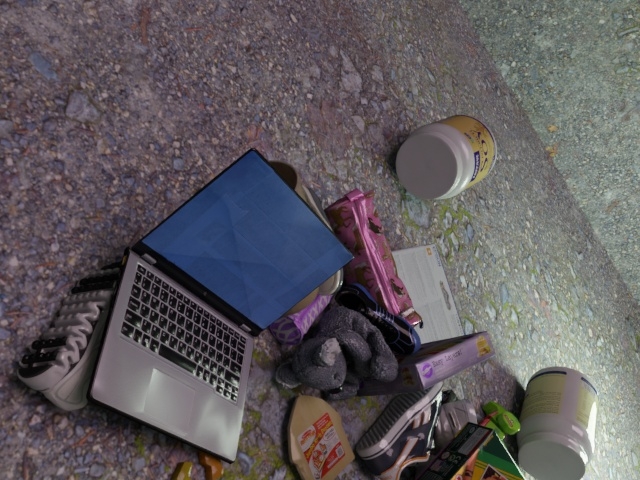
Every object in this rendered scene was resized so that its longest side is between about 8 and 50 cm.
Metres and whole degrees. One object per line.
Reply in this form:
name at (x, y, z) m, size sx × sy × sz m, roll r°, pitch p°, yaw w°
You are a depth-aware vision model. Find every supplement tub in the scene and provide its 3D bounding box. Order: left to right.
supplement tub at (0.402, -0.265, 2.206) m, size 0.331 × 0.241 × 0.241 m, roll -28°, pitch 95°, yaw -54°
supplement tub at (0.761, 0.590, 2.222) m, size 0.235 × 0.235 × 0.325 m, roll 55°, pitch 38°, yaw -16°

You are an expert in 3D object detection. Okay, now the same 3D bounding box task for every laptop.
laptop at (-0.140, 0.132, 1.201) m, size 0.382 × 0.236 × 0.407 m, roll 46°, pitch 42°, yaw -47°

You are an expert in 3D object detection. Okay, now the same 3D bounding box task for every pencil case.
pencil case at (-0.034, 0.151, 1.563) m, size 0.086 × 0.088 × 0.206 m, roll 56°, pitch 38°, yaw -14°
pencil case at (0.125, 0.066, 1.740) m, size 0.160 × 0.167 × 0.386 m, roll -17°, pitch 86°, yaw -55°

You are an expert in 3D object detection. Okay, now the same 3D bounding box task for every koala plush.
koala plush at (0.017, 0.255, 1.502) m, size 0.221 × 0.196 × 0.203 m, roll -10°, pitch 72°, yaw -51°

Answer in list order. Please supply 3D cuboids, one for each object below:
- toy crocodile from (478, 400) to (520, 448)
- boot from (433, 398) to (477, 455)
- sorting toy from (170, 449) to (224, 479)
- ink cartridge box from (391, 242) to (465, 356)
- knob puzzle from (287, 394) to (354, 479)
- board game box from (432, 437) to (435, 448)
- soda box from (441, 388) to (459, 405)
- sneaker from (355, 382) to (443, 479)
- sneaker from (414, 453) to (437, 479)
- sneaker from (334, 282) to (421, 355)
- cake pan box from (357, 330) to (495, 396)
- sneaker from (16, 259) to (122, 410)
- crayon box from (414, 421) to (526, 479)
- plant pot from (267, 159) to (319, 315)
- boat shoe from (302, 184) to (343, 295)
toy crocodile at (0.475, 0.564, 1.978) m, size 0.105 × 0.115 × 0.340 m, roll 45°, pitch 33°, yaw 13°
boot at (0.350, 0.544, 1.778) m, size 0.095 × 0.123 × 0.258 m, roll 86°, pitch -6°, yaw -83°
sorting toy at (-0.187, 0.528, 1.208) m, size 0.229 × 0.041 × 0.307 m, roll -14°, pitch 83°, yaw -54°
ink cartridge box at (0.277, 0.181, 1.961) m, size 0.330 × 0.071 × 0.324 m, roll -8°, pitch 79°, yaw -56°
knob puzzle at (-0.016, 0.425, 1.490) m, size 0.213 × 0.030 × 0.213 m, roll 27°, pitch 53°, yaw -42°
board game box at (0.298, 0.492, 1.852) m, size 0.201 × 0.035 × 0.136 m, roll 22°, pitch 55°, yaw -45°
soda box at (0.366, 0.486, 1.865) m, size 0.169 × 0.053 × 0.060 m, roll 57°, pitch 36°, yaw -15°
sneaker at (0.214, 0.464, 1.686) m, size 0.321 × 0.126 × 0.127 m, roll -34°, pitch 95°, yaw -41°
sneaker at (0.306, 0.658, 1.734) m, size 0.252 × 0.103 × 0.111 m, roll 50°, pitch 44°, yaw -14°
sneaker at (0.128, 0.192, 1.616) m, size 0.232 × 0.081 × 0.090 m, roll 39°, pitch 21°, yaw 16°
cake pan box at (0.240, 0.297, 1.649) m, size 0.246 × 0.267 × 0.070 m, roll -14°, pitch 83°, yaw -33°
sneaker at (-0.371, 0.146, 1.138) m, size 0.118 × 0.110 × 0.292 m, roll 62°, pitch 36°, yaw -32°
crayon box at (0.341, 0.672, 1.625) m, size 0.363 × 0.106 × 0.313 m, roll -41°, pitch 106°, yaw -23°
plant pot at (-0.110, 0.020, 1.430) m, size 0.274 × 0.257 × 0.256 m, roll 63°, pitch 33°, yaw -34°
boat shoe at (0.000, 0.000, 1.615) m, size 0.099 × 0.116 × 0.319 m, roll 26°, pitch 32°, yaw -44°
